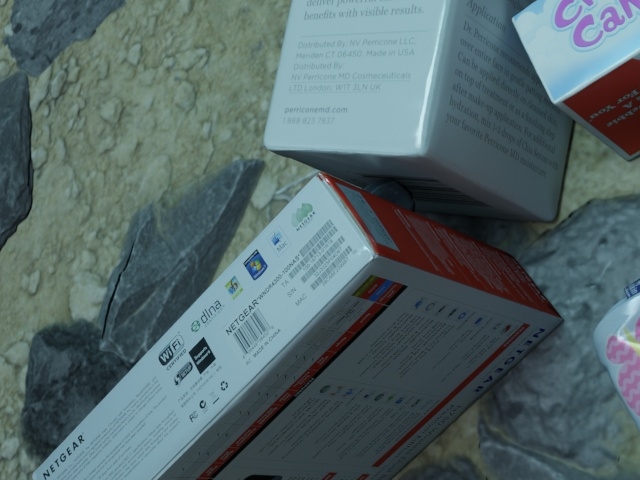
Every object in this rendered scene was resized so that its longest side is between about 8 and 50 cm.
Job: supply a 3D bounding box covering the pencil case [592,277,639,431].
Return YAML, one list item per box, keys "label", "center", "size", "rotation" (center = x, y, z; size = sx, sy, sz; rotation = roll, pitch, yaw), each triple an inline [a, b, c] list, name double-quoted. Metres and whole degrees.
- label: "pencil case"
  center: [0.301, 0.148, 0.765]
  size: [0.124, 0.113, 0.273]
  rotation: [-29, 61, 10]

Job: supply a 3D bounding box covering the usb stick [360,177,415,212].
- label: "usb stick"
  center: [0.000, 0.000, 0.969]
  size: [0.045, 0.077, 0.278]
  rotation: [59, 158, -2]

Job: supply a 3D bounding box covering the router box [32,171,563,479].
- label: "router box"
  center: [-0.008, 0.124, 0.879]
  size: [0.335, 0.301, 0.082]
  rotation: [-46, 57, 17]

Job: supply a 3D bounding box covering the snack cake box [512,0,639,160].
- label: "snack cake box"
  center: [0.299, -0.180, 0.826]
  size: [0.264, 0.152, 0.089]
  rotation: [-33, 61, 25]

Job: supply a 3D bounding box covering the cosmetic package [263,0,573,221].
- label: "cosmetic package"
  center: [0.119, -0.262, 0.930]
  size: [0.161, 0.230, 0.453]
  rotation: [7, 81, 38]
